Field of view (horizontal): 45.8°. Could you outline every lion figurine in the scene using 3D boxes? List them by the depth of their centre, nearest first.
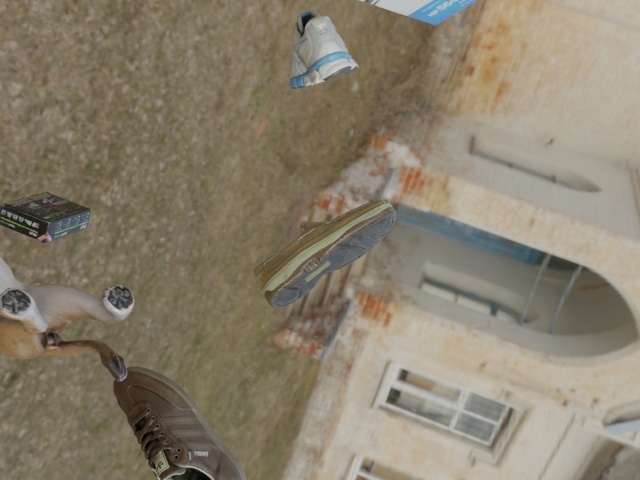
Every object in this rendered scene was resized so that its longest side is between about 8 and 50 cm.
[{"bbox_3d":[-0.382,0.032,0.825,0.240,0.392,0.142,-35,-174,48],"label":"lion figurine"}]

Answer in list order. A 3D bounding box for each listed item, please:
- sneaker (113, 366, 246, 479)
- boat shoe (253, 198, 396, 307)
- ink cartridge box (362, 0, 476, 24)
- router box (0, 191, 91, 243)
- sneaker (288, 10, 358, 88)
[{"bbox_3d":[-0.157,0.214,0.803,0.066,0.188,0.071,-46,179,24],"label":"sneaker"},{"bbox_3d":[0.000,0.000,0.922,0.190,0.072,0.068,-33,148,-3],"label":"boat shoe"},{"bbox_3d":[0.063,-0.315,0.737,0.086,0.203,0.148,-17,-106,49],"label":"ink cartridge box"},{"bbox_3d":[-0.454,-0.040,1.252,0.122,0.092,0.038,-37,147,-69],"label":"router box"},{"bbox_3d":[-0.005,-0.229,0.900,0.191,0.071,0.083,-153,-138,-75],"label":"sneaker"}]
